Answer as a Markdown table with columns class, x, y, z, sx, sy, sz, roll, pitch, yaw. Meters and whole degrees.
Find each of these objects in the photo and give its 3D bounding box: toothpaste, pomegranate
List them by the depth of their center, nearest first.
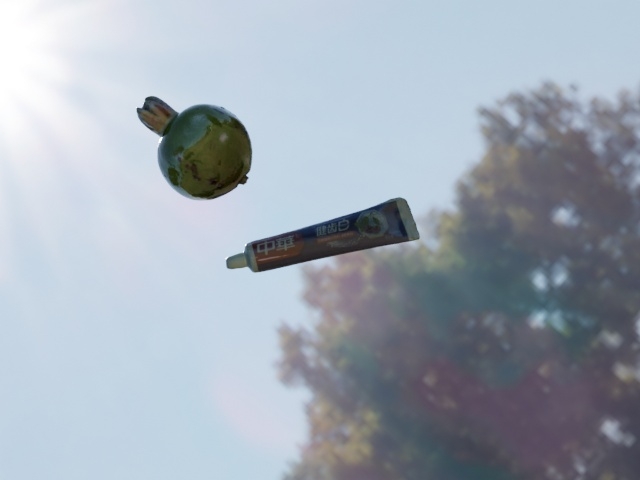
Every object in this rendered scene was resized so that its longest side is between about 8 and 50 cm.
| class | x | y | z | sx | sy | sz | roll | pitch | yaw |
| --- | --- | --- | --- | --- | --- | --- | --- | --- | --- |
| pomegranate | -0.089 | -0.066 | 1.194 | 0.073 | 0.084 | 0.073 | -34 | -38 | -33 |
| toothpaste | 0.000 | 0.000 | 1.205 | 0.140 | 0.037 | 0.021 | -14 | -27 | -6 |
